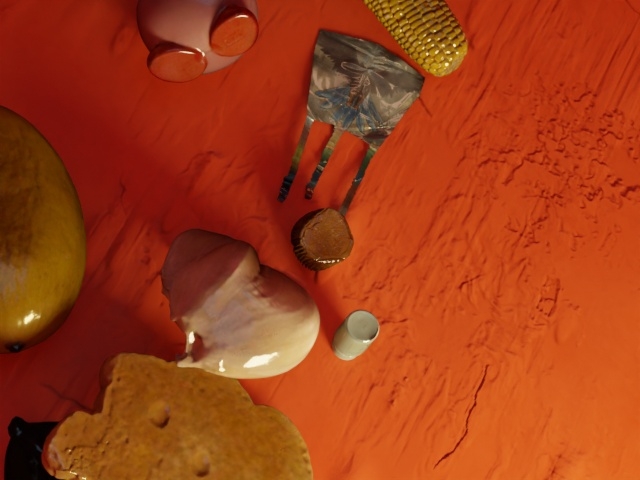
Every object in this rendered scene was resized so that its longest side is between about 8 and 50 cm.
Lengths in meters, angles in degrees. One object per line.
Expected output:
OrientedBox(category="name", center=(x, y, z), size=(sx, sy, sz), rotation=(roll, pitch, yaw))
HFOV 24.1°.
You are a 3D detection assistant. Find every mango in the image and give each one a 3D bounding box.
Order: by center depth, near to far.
OrientedBox(category="mango", center=(-0.387, -0.016, 1.865), size=(0.195, 0.142, 0.332), rotation=(8, 65, -19))

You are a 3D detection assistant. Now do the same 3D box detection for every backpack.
OrientedBox(category="backpack", center=(-0.314, 0.295, 1.770), size=(0.120, 0.106, 0.165), rotation=(2, 65, -8))

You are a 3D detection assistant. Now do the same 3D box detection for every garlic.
OrientedBox(category="garlic", center=(-0.101, 0.077, 1.885), size=(0.217, 0.110, 0.228), rotation=(28, 33, -7))

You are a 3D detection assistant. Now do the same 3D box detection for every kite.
OrientedBox(category="kite", center=(0.043, -0.158, 2.121), size=(0.169, 0.015, 0.310), rotation=(21, 63, -8))

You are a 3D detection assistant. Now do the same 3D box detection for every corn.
OrientedBox(category="corn", center=(0.106, -0.372, 2.186), size=(0.106, 0.106, 0.305), rotation=(-32, 84, -25))

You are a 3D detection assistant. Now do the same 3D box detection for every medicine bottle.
OrientedBox(category="medicine bottle", center=(0.044, 0.124, 1.960), size=(0.047, 0.083, 0.047), rotation=(6, 67, -13))

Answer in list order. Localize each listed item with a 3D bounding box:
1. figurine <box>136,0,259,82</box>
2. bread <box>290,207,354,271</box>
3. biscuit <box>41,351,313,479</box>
OrientedBox(category="figurine", center=(-0.168, -0.312, 2.044), size=(0.173, 0.173, 0.173), rotation=(6, 66, -14))
OrientedBox(category="bread", center=(0.000, 0.000, 2.019), size=(0.085, 0.053, 0.085), rotation=(5, 76, -21))
OrientedBox(category="biscuit", center=(-0.165, 0.272, 1.792), size=(0.376, 0.051, 0.269), rotation=(15, 56, -36))
